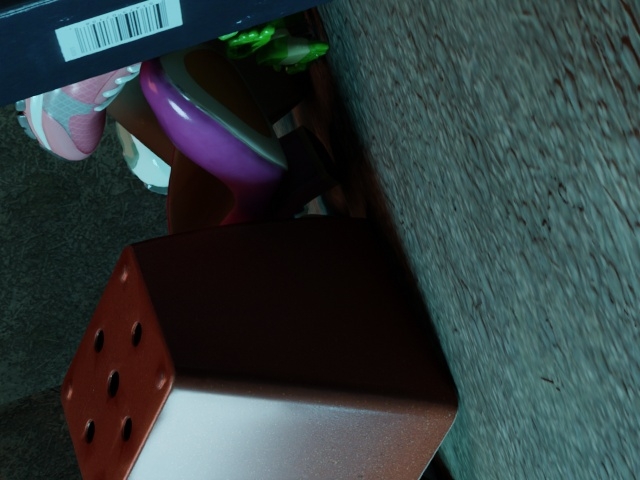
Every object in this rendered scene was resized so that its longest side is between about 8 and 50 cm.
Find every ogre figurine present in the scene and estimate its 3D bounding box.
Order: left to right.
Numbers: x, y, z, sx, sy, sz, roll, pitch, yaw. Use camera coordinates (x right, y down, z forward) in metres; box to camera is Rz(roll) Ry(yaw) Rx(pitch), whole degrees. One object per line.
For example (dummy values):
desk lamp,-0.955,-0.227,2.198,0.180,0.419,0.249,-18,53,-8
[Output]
ogre figurine,-0.058,-0.211,1.533,0.197,0.097,0.118,-2,-105,-51

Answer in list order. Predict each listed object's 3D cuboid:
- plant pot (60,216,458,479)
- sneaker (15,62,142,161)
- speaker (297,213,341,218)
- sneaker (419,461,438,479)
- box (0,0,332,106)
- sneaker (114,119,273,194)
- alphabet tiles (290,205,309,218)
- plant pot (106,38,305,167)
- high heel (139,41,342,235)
plant pot,-0.076,0.138,1.578,0.267,0.235,0.267,-62,32,29
sneaker,-0.183,-0.179,1.585,0.116,0.136,0.314,-65,-9,-46
speaker,0.000,0.000,1.832,0.136,0.055,0.055,-167,59,-82
sneaker,0.059,0.290,1.688,0.268,0.153,0.101,-123,16,-66
box,-0.191,-0.299,1.366,0.179,0.343,0.312,95,156,-76
sneaker,-0.144,-0.263,1.973,0.158,0.182,0.410,-29,-73,-59
alphabet tiles,-0.057,0.017,1.893,0.237,0.009,0.198,48,-138,-35
plant pot,-0.138,-0.192,1.776,0.229,0.263,0.263,55,173,0
high heel,-0.114,-0.058,1.591,0.127,0.181,0.377,64,-168,23
